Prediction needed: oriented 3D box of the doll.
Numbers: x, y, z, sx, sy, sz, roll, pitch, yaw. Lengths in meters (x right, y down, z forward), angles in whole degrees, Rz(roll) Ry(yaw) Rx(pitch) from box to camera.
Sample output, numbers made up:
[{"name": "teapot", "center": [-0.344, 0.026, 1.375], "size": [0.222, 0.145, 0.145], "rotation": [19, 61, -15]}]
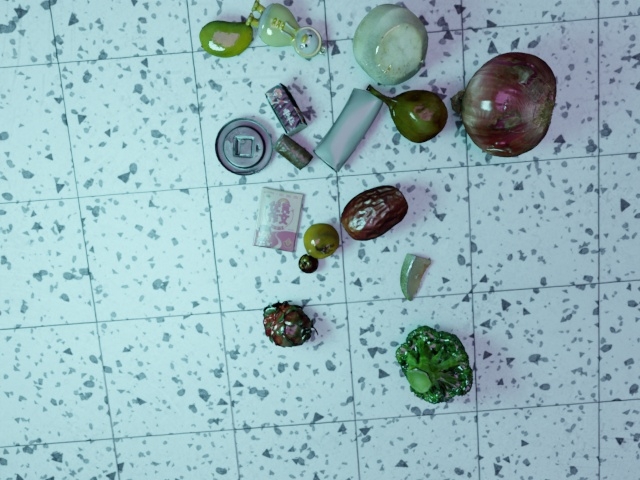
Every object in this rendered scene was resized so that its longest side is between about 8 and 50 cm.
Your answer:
[{"name": "doll", "center": [-0.113, -0.742, 1.433], "size": [0.297, 0.117, 0.141], "rotation": [24, 99, -2]}]

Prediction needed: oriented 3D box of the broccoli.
[{"name": "broccoli", "center": [0.412, 0.479, 1.494], "size": [0.298, 0.297, 0.297], "rotation": [6, 103, 29]}]

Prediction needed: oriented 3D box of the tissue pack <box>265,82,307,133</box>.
[{"name": "tissue pack", "center": [-0.124, -0.477, 1.473], "size": [0.091, 0.103, 0.170], "rotation": [-31, 95, 10]}]

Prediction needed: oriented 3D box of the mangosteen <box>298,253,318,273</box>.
[{"name": "mangosteen", "center": [-0.045, 0.090, 1.548], "size": [0.081, 0.081, 0.080], "rotation": [0, 96, 0]}]

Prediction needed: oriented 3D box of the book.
[{"name": "book", "center": [-0.165, -0.078, 1.557], "size": [0.162, 0.022, 0.231], "rotation": [10, 97, -2]}]

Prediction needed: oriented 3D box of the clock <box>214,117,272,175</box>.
[{"name": "clock", "center": [-0.286, -0.349, 1.516], "size": [0.215, 0.042, 0.214], "rotation": [0, 96, 0]}]

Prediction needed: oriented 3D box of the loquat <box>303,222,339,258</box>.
[{"name": "loquat", "center": [0.000, 0.000, 1.510], "size": [0.141, 0.141, 0.140], "rotation": [0, 96, 0]}]

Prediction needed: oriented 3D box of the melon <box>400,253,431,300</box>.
[{"name": "melon", "center": [0.356, 0.145, 1.578], "size": [0.098, 0.054, 0.182], "rotation": [21, 97, -18]}]

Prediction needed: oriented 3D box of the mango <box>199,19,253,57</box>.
[{"name": "mango", "center": [-0.339, -0.724, 1.451], "size": [0.191, 0.085, 0.121], "rotation": [1, 93, 1]}]

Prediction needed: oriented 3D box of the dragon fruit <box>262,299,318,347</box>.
[{"name": "dragon fruit", "center": [-0.124, 0.322, 1.531], "size": [0.182, 0.182, 0.189], "rotation": [-51, 54, 5]}]

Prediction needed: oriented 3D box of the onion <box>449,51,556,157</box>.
[{"name": "onion", "center": [0.639, -0.451, 1.374], "size": [0.354, 0.353, 0.353], "rotation": [0, 96, 0]}]

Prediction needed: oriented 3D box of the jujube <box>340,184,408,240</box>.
[{"name": "jujube", "center": [0.193, -0.102, 1.474], "size": [0.243, 0.183, 0.183], "rotation": [-33, 95, 3]}]

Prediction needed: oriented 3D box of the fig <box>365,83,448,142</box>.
[{"name": "fig", "center": [0.314, -0.482, 1.416], "size": [0.191, 0.190, 0.290], "rotation": [-43, 107, 4]}]

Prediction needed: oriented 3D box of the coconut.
[{"name": "coconut", "center": [0.238, -0.671, 1.392], "size": [0.245, 0.247, 0.244], "rotation": [-5, 126, -7]}]

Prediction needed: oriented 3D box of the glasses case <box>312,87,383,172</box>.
[{"name": "glasses case", "center": [0.100, -0.408, 1.491], "size": [0.128, 0.083, 0.308], "rotation": [35, 95, 2]}]

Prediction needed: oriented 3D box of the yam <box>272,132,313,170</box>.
[{"name": "yam", "center": [-0.102, -0.326, 1.492], "size": [0.141, 0.079, 0.079], "rotation": [37, 95, -16]}]
